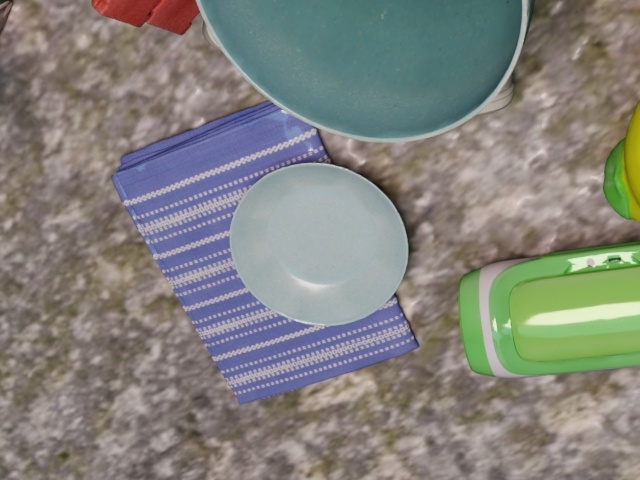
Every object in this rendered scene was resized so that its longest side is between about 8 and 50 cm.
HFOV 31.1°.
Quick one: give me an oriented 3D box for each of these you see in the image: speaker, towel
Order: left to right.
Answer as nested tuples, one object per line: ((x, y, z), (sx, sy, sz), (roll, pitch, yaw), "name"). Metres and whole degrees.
((-0.062, 0.017, 1.310), (0.243, 0.040, 0.336), (-19, 110, 19), "towel")
((0.299, 0.070, 1.191), (0.297, 0.131, 0.131), (-8, 113, 17), "speaker")

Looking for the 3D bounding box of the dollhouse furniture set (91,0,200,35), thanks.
((-0.276, -0.233, 1.116), (0.374, 0.152, 0.201), (-40, 77, 21), "dollhouse furniture set")

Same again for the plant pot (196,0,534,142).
((0.059, -0.256, 0.981), (0.290, 0.195, 0.290), (16, 134, 17), "plant pot")

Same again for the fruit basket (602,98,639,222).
((0.393, -0.120, 1.000), (0.392, 0.392, 0.282), (-8, 113, 17), "fruit basket")

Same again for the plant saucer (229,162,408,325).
((0.000, 0.000, 1.248), (0.195, 0.037, 0.195), (4, 117, 8), "plant saucer")

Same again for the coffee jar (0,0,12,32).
((-0.431, -0.269, 1.232), (0.184, 0.079, 0.096), (34, 115, -5), "coffee jar")

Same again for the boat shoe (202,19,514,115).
((0.040, -0.204, 1.131), (0.320, 0.118, 0.103), (20, 122, 11), "boat shoe")
